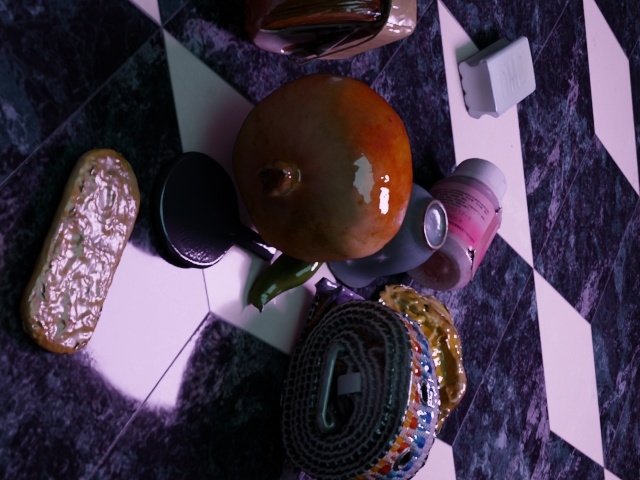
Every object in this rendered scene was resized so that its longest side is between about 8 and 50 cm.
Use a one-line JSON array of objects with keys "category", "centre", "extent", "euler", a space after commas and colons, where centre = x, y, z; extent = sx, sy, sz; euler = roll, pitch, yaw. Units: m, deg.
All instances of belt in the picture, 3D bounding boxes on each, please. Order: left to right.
[{"category": "belt", "centre": [0.057, 0.211, 1.508], "extent": [0.160, 0.207, 0.295], "euler": [37, 62, -51]}]

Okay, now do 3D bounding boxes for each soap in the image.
[{"category": "soap", "centre": [0.348, -0.319, 2.055], "extent": [0.198, 0.067, 0.119], "euler": [-36, 117, -49]}]

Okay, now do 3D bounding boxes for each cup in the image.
[{"category": "cup", "centre": [0.116, -0.022, 1.643], "extent": [0.199, 0.150, 0.199], "euler": [-1, 91, -55]}]

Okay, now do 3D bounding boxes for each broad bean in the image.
[{"category": "broad bean", "centre": [0.001, 0.001, 1.522], "extent": [0.297, 0.060, 0.043], "euler": [-47, 163, -31]}]

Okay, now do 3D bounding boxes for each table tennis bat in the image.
[{"category": "table tennis bat", "centre": [-0.136, -0.025, 1.389], "extent": [0.236, 0.027, 0.150], "euler": [32, 64, -49]}]

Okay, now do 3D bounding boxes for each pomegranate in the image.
[{"category": "pomegranate", "centre": [-0.003, -0.091, 1.385], "extent": [0.270, 0.229, 0.252], "euler": [-30, 107, -66]}]

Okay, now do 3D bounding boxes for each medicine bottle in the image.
[{"category": "medicine bottle", "centre": [0.237, -0.034, 1.826], "extent": [0.247, 0.147, 0.147], "euler": [-55, 132, -41]}]

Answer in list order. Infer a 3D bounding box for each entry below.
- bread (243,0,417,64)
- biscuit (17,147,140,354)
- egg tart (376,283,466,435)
[{"category": "bread", "centre": [0.006, -0.310, 1.430], "extent": [0.212, 0.224, 0.142], "euler": [1, 83, -41]}, {"category": "biscuit", "centre": [-0.267, 0.010, 1.195], "extent": [0.118, 0.029, 0.247], "euler": [41, 57, -48]}, {"category": "egg tart", "centre": [0.164, 0.214, 1.742], "extent": [0.297, 0.132, 0.297], "euler": [12, 74, -51]}]
